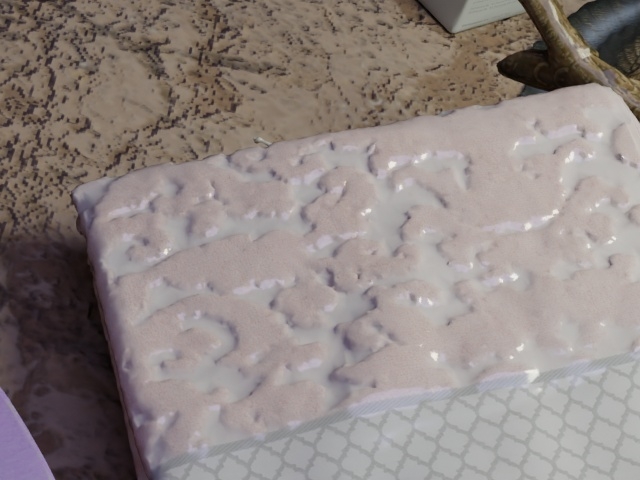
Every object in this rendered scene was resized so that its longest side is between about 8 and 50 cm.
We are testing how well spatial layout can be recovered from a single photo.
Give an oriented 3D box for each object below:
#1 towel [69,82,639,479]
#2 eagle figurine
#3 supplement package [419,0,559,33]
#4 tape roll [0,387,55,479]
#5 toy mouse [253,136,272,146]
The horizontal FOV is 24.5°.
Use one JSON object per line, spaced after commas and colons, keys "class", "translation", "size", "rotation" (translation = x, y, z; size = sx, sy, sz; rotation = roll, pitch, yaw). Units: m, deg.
{"class": "towel", "translation": [0.055, 0.046, 0.772], "size": [0.332, 0.053, 0.317], "rotation": [-11, 46, -10]}
{"class": "eagle figurine", "translation": [0.243, -0.093, 1.042], "size": [0.298, 0.225, 0.226], "rotation": [-7, 91, -66]}
{"class": "supplement package", "translation": [0.147, -0.302, 1.120], "size": [0.134, 0.244, 0.139], "rotation": [-22, 60, -37]}
{"class": "tape roll", "translation": [-0.163, 0.162, 0.525], "size": [0.090, 0.275, 0.275], "rotation": [-15, 57, -34]}
{"class": "toy mouse", "translation": [0.000, 0.000, 0.921], "size": [0.161, 0.031, 0.143], "rotation": [34, 56, 16]}
